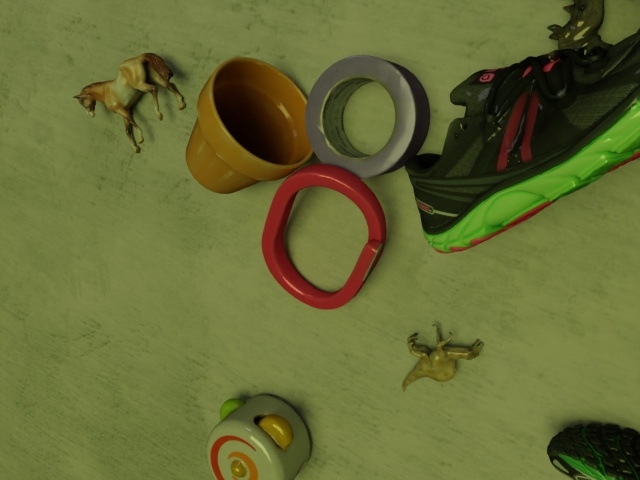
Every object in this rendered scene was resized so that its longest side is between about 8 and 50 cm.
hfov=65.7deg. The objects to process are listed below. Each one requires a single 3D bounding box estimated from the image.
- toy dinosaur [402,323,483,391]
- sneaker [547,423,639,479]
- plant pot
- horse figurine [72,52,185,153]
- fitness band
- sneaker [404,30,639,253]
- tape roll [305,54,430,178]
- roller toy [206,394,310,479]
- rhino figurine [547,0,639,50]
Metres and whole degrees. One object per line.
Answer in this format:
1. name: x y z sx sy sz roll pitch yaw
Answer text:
1. toy dinosaur: 0.184 0.206 0.851 0.183 0.053 0.092 -37 84 30
2. sneaker: 0.482 0.385 0.683 0.344 0.134 0.146 27 113 20
3. plant pot: -0.141 -0.178 0.871 0.188 0.205 0.205 -29 86 46
4. horse figurine: -0.391 -0.307 1.042 0.263 0.066 0.174 -31 92 33
5. fitness band: 0.000 0.000 0.869 0.209 0.054 0.291 35 134 12
6. sneaker: 0.264 -0.150 0.599 0.483 0.185 0.202 -40 75 48
7. tape roll: 0.075 -0.197 0.803 0.189 0.080 0.189 6 104 26
8. roller toy: -0.129 0.434 1.019 0.209 0.146 0.191 -6 99 29
9. rhino figurine: 0.373 -0.226 0.639 0.106 0.073 0.243 -34 82 32
